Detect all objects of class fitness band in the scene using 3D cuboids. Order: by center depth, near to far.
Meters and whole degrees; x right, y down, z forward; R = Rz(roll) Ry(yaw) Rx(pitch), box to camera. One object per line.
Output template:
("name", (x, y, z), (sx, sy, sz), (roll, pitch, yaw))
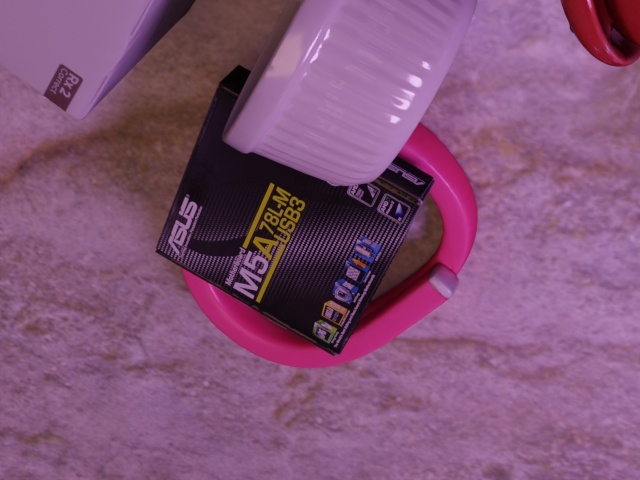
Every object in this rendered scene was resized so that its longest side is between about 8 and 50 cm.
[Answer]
("fitness band", (0.000, 0.000, 1.173), (0.209, 0.054, 0.291), (44, 129, -10))

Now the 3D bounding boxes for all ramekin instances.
("ramekin", (0.024, -0.136, 0.967), (0.109, 0.207, 0.207), (28, 132, -8))

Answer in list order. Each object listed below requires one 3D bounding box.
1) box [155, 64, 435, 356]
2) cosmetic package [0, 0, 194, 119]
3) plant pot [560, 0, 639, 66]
("box", (-0.026, -0.020, 1.113), (0.184, 0.045, 0.191), (29, 129, 3))
("cosmetic package", (-0.166, -0.220, 1.001), (0.151, 0.184, 0.151), (36, 130, -3))
("plant pot", (0.239, -0.194, 0.829), (0.174, 0.191, 0.191), (0, 124, 28))
